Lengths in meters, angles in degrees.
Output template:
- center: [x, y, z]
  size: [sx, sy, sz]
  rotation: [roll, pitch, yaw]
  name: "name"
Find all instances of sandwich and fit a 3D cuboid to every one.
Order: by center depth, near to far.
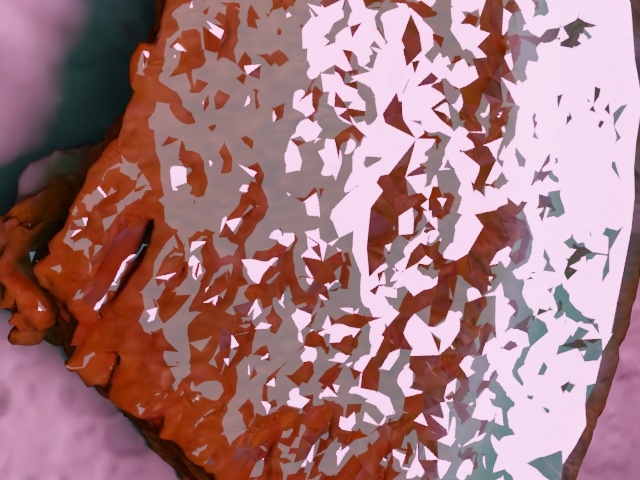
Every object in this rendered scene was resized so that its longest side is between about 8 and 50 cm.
- center: [0.013, -0.005, 0.575]
  size: [0.212, 0.109, 0.292]
  rotation: [31, 87, -18]
  name: "sandwich"
